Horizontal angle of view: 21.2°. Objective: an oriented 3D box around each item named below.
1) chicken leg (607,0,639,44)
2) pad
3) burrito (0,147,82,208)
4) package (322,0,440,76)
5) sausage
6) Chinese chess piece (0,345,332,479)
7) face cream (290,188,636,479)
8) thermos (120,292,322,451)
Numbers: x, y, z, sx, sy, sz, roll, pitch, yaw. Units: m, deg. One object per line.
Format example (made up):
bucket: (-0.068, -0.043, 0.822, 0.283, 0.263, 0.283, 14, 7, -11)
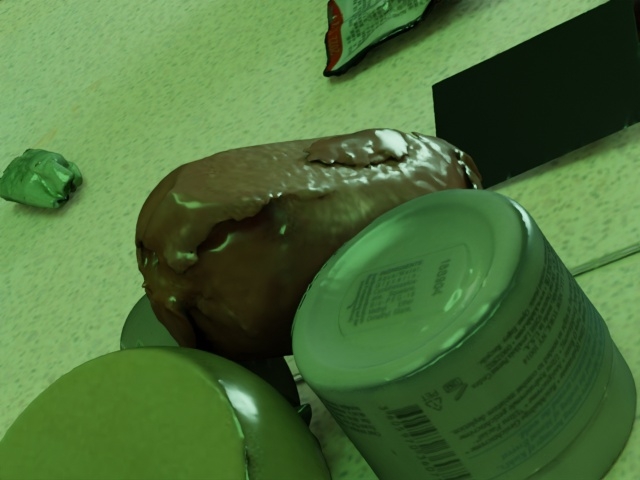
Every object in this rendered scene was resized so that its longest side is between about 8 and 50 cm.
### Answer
chicken leg: (0.311, -0.280, 1.423, 0.322, 0.083, 0.177, -40, 49, -10)
pad: (0.170, -0.111, 1.348, 0.190, 0.004, 0.127, -24, 50, 30)
burrito: (-0.283, -0.064, 1.753, 0.074, 0.044, 0.118, -46, 28, -22)
package: (0.100, -0.245, 1.623, 0.232, 0.040, 0.166, -32, 27, 23)
sausage: (0.000, 0.000, 1.207, 0.279, 0.152, 0.152, -11, 17, -33)
Chinese chess piece: (-0.113, 0.198, 1.098, 0.273, 0.102, 0.273, -18, 58, 30)
face cream: (0.090, 0.076, 1.083, 0.177, 0.153, 0.177, -27, 31, 18)
thermos: (-0.072, 0.129, 1.243, 0.137, 0.105, 0.193, -57, 39, 12)
